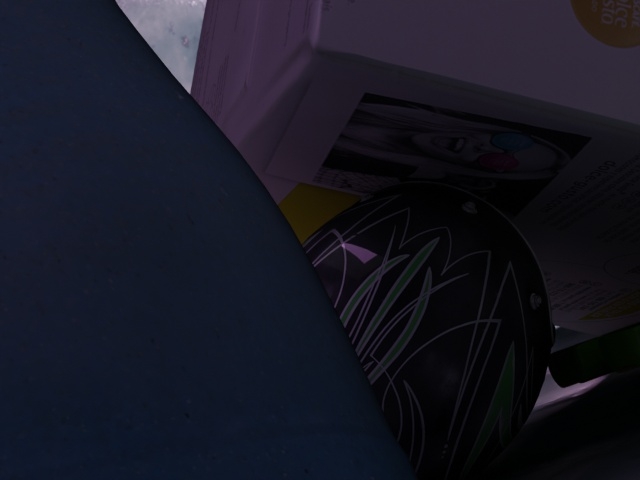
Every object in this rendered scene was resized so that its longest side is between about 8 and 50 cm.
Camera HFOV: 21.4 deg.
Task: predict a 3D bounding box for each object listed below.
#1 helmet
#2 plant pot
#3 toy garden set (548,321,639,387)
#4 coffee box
[{"bbox_3d":[0.044,0.056,0.911,0.169,0.169,0.161,-21,-16,5],"label":"helmet"},{"bbox_3d":[-0.123,0.040,0.525,0.271,0.255,0.271,-19,-19,-7],"label":"plant pot"},{"bbox_3d":[0.262,0.036,0.884,0.204,0.049,0.244,-17,-6,-20],"label":"toy garden set"},{"bbox_3d":[0.125,-0.162,1.021,0.334,0.337,0.338,13,-19,-13],"label":"coffee box"}]
